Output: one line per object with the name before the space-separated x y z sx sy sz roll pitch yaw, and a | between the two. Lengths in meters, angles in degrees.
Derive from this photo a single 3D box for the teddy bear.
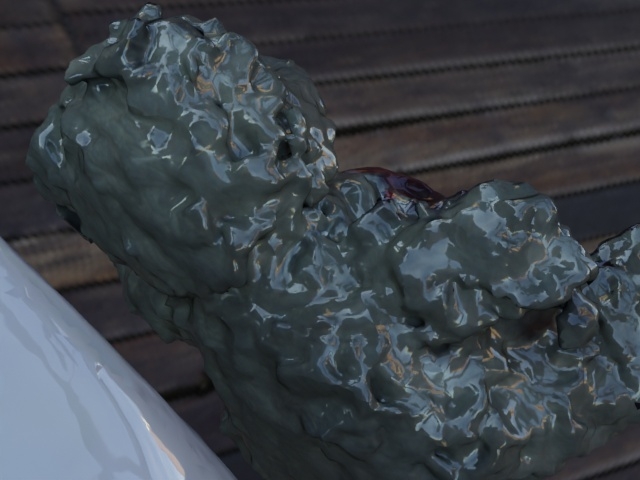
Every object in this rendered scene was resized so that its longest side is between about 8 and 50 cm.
teddy bear | 0.000 0.000 0.959 0.367 0.357 0.224 57 48 -24

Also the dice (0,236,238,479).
dice | -0.188 0.119 0.539 0.304 0.304 0.277 41 76 3
